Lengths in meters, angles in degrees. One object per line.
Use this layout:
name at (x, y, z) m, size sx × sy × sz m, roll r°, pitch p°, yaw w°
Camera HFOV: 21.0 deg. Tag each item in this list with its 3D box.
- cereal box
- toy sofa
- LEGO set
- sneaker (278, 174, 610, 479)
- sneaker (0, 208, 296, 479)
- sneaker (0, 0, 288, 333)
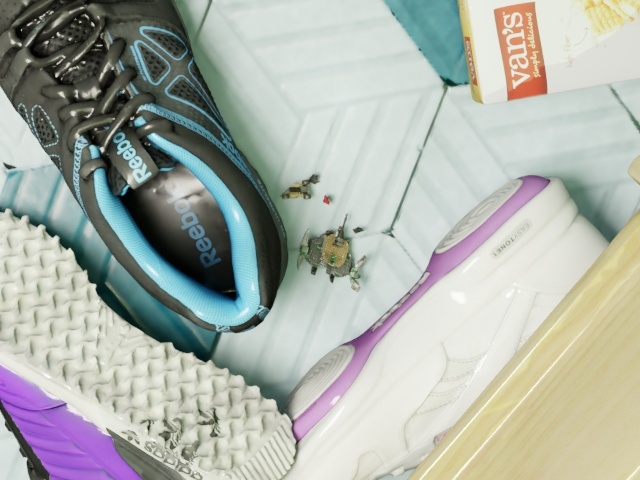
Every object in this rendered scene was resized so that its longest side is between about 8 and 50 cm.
cereal box at (0.204, -0.192, 1.120) m, size 0.240 × 0.047 × 0.173 m, roll -11°, pitch 100°, yaw -4°
toy sofa at (0.164, 0.147, 1.037) m, size 0.177 × 0.150 × 0.362 m, roll 37°, pitch 97°, yaw -26°
LEGO set at (0.002, -0.002, 1.144) m, size 0.054 × 0.023 × 0.083 m, roll -11°, pitch 83°, yaw -28°
sneaker at (0.083, 0.104, 1.121) m, size 0.305 × 0.114 × 0.152 m, roll -44°, pitch 100°, yaw 2°
sneaker at (-0.168, 0.103, 1.101) m, size 0.293 × 0.102 × 0.146 m, roll 36°, pitch 131°, yaw 7°
sneaker at (-0.123, -0.092, 1.055) m, size 0.125 × 0.139 × 0.341 m, roll -35°, pitch 100°, yaw 2°
